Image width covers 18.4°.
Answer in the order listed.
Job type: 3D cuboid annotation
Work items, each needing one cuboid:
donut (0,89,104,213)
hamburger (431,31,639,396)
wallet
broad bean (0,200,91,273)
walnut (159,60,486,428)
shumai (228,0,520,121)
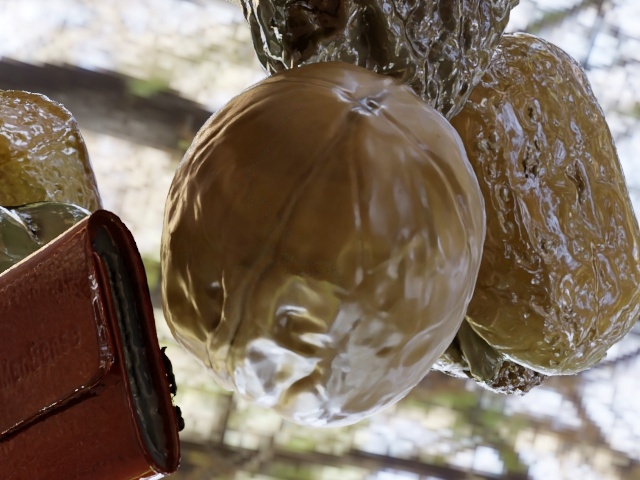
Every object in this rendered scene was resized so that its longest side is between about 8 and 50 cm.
[{"bbox_3d":[-0.288,0.019,1.527,0.303,0.110,0.303,-10,-107,37],"label":"donut"},{"bbox_3d":[0.150,-0.024,1.569,0.144,0.259,0.283,-10,-80,35],"label":"hamburger"},{"bbox_3d":[-0.163,0.087,1.035,0.204,0.045,0.142,-29,-114,36],"label":"wallet"},{"bbox_3d":[-0.225,0.087,1.305,0.189,0.121,0.263,48,-56,51],"label":"broad bean"},{"bbox_3d":[0.000,0.000,1.007,0.165,0.165,0.197,-111,-153,-46],"label":"walnut"},{"bbox_3d":[-0.035,-0.227,1.255,0.283,0.217,0.346,4,-74,47],"label":"shumai"}]
